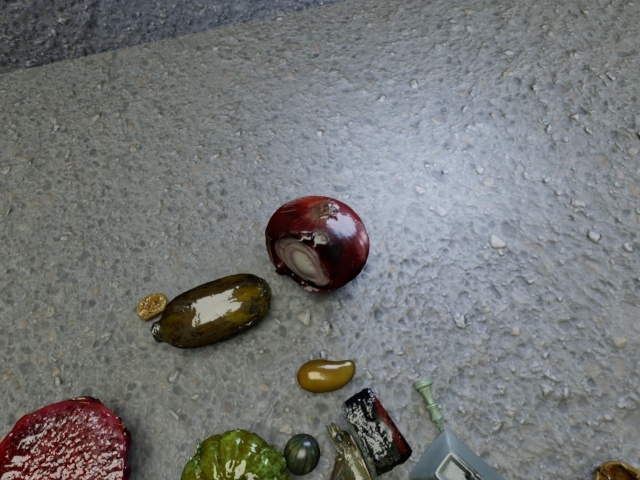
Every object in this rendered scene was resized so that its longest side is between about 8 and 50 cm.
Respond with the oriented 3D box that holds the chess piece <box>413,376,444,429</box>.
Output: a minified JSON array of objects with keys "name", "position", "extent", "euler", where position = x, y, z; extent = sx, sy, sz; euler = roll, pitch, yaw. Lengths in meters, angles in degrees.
[{"name":"chess piece","position":[0.329,0.486,1.328],"extent":[0.059,0.059,0.149],"euler":[-20,70,-3]}]

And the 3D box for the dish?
[{"name":"dish","position":[0.389,0.663,1.216],"extent":[0.243,0.080,0.182],"euler":[38,73,21]}]

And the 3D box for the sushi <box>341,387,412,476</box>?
[{"name":"sushi","position":[0.151,0.543,1.273],"extent":[0.126,0.136,0.225],"euler":[-32,71,-6]}]

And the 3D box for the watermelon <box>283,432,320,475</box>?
[{"name":"watermelon","position":[-0.057,0.621,1.281],"extent":[0.105,0.105,0.133],"euler":[27,107,18]}]

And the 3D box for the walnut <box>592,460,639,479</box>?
[{"name":"walnut","position":[0.782,0.684,1.155],"extent":[0.167,0.087,0.211],"euler":[-27,66,-14]}]

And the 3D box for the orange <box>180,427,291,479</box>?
[{"name":"orange","position":[-0.221,0.663,1.209],"extent":[0.300,0.223,0.301],"euler":[0,75,3]}]

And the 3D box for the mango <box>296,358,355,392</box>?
[{"name":"mango","position":[0.019,0.415,1.381],"extent":[0.183,0.085,0.102],"euler":[-5,59,-7]}]

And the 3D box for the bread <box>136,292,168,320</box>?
[{"name":"bread","position":[-0.586,0.229,1.562],"extent":[0.110,0.044,0.083],"euler":[-26,60,-8]}]

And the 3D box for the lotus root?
[{"name":"lotus root","position":[-0.349,0.232,1.456],"extent":[0.397,0.179,0.196],"euler":[-20,61,-5]}]

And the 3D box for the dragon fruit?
[{"name":"dragon fruit","position":[-0.705,0.659,1.257],"extent":[0.386,0.249,0.371],"euler":[38,58,18]}]

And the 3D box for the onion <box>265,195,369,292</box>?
[{"name":"onion","position":[0.003,0.007,1.470],"extent":[0.340,0.341,0.342],"euler":[-3,64,5]}]

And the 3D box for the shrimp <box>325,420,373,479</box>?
[{"name":"shrimp","position":[0.069,0.664,1.231],"extent":[0.168,0.077,0.318],"euler":[-34,63,26]}]
